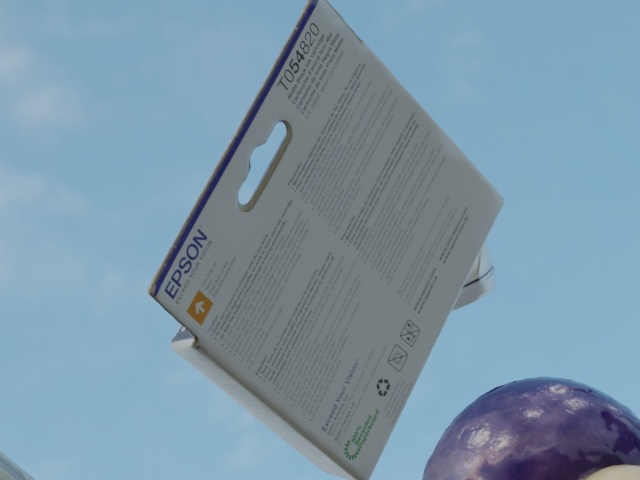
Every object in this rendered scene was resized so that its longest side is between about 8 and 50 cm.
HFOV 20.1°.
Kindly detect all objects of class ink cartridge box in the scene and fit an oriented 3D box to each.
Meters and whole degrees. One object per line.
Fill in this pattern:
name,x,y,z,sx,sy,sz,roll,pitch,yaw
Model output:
ink cartridge box,0.000,0.000,1.101,0.045,0.223,0.224,5,-31,45

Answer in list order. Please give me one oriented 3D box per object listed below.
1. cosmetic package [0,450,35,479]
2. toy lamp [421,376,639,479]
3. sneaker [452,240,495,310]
cosmetic package,-0.146,0.121,0.622,0.115,0.060,0.041,-47,-69,-4
toy lamp,0.103,0.058,0.323,0.080,0.080,0.274,22,-12,-20
sneaker,0.082,0.040,1.823,0.094,0.258,0.091,1,-72,38
